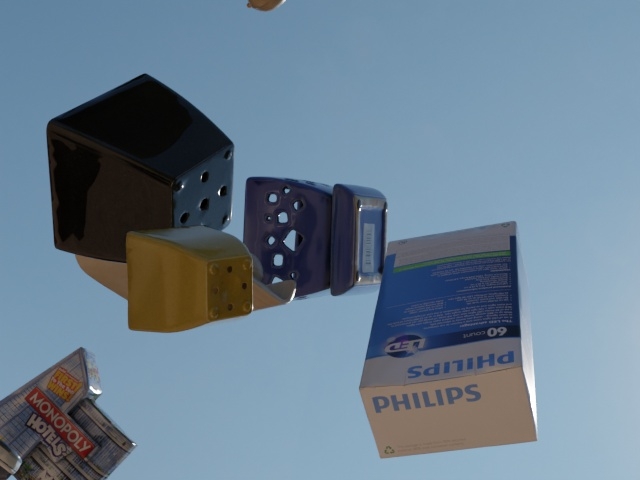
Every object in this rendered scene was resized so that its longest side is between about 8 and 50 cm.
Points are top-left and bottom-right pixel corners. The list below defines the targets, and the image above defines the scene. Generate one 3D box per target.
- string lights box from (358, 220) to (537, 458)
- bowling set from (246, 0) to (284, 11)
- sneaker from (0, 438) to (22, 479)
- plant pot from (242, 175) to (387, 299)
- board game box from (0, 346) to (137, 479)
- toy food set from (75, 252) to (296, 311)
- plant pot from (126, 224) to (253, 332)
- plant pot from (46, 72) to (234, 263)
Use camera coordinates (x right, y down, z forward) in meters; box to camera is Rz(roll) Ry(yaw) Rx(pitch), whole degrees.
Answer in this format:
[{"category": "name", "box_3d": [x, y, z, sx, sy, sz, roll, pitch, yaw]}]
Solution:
[{"category": "string lights box", "box_3d": [0.120, 0.079, 0.895, 0.133, 0.259, 0.076, -10, -65, 15]}, {"category": "bowling set", "box_3d": [-0.001, -0.335, 0.911, 0.287, 0.154, 0.200, -15, -51, 39]}, {"category": "sneaker", "box_3d": [-0.365, 0.185, 0.771, 0.226, 0.163, 0.086, 32, -19, -24]}, {"category": "plant pot", "box_3d": [0.000, 0.000, 1.858, 0.212, 0.236, 0.235, 2, -90, 24]}, {"category": "board game box", "box_3d": [-0.365, 0.259, 1.408, 0.194, 0.194, 0.060, 40, -8, 16]}, {"category": "toy food set", "box_3d": [-0.206, 0.037, 1.549, 0.220, 0.092, 0.306, -14, -33, 26]}, {"category": "plant pot", "box_3d": [-0.098, 0.033, 0.795, 0.083, 0.081, 0.081, 6, -81, 44]}, {"category": "plant pot", "box_3d": [-0.212, -0.074, 1.240, 0.167, 0.188, 0.187, 23, -52, 24]}]
